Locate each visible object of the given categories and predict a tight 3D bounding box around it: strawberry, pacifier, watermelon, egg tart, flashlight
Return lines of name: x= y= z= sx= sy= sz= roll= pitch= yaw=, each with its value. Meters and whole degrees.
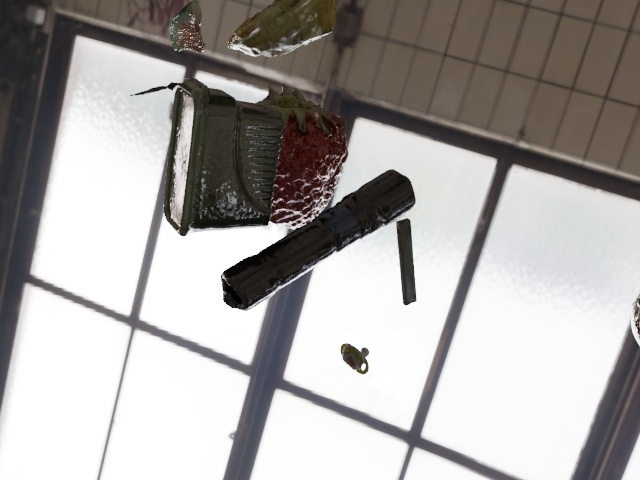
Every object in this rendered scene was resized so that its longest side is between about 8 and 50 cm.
strawberry: x=-0.082 y=-0.167 z=1.812 sx=0.292 sy=0.344 sz=0.292 roll=7 pitch=-153 yaw=-3
pacifier: x=0.083 y=0.248 z=1.683 sx=0.083 sy=0.068 sz=0.064 roll=38 pitch=-136 yaw=24
watermelon: x=-0.283 y=-0.481 z=1.700 sx=0.080 sy=0.101 sz=0.155 roll=27 pitch=170 yaw=11
egg tart: x=-0.049 y=-0.373 z=1.328 sx=0.232 sy=0.098 sz=0.252 roll=-35 pitch=-168 yaw=-15
flashlight: x=0.000 y=0.000 z=1.449 sx=0.424 sy=0.103 sz=0.103 roll=-32 pitch=-143 yaw=-23

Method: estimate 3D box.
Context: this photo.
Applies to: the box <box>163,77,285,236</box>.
box: x=-0.176 y=-0.147 z=1.411 sx=0.178 sy=0.274 sz=0.138 roll=0 pitch=-157 yaw=-29

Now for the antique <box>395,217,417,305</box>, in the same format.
antique: x=0.178 y=0.046 z=1.599 sx=0.031 sy=0.192 sz=0.015 roll=-16 pitch=-154 yaw=-19

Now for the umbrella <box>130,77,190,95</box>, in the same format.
umbrella: x=-0.358 y=-0.340 z=1.741 sx=0.148 sy=0.022 sz=0.022 roll=-13 pitch=154 yaw=15

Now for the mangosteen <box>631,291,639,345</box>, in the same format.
mangosteen: x=0.561 y=0.121 z=1.166 sx=0.181 sy=0.156 sz=0.146 roll=18 pitch=-132 yaw=-14
